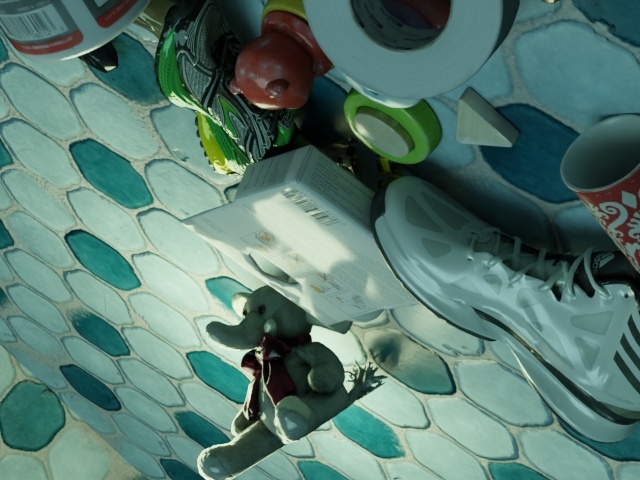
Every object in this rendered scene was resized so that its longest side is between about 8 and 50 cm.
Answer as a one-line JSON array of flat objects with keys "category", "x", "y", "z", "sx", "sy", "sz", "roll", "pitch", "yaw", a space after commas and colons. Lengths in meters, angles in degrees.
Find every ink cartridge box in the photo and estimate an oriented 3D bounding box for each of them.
[{"category": "ink cartridge box", "x": 0.000, "y": 0.000, "z": 2.066, "sx": 0.296, "sy": 0.066, "sz": 0.261, "roll": 36, "pitch": 149, "yaw": -29}]

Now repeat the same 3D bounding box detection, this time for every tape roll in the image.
[{"category": "tape roll", "x": 0.093, "y": -0.260, "z": 1.576, "sx": 0.219, "sy": 0.072, "sz": 0.219, "roll": 10, "pitch": 119, "yaw": 19}]

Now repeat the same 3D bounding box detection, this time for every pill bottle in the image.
[{"category": "pill bottle", "x": -0.365, "y": -0.411, "z": 1.832, "sx": 0.210, "sy": 0.210, "sz": 0.363, "roll": 12, "pitch": 144, "yaw": 40}]

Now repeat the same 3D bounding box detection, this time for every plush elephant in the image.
[{"category": "plush elephant", "x": -0.067, "y": 0.183, "z": 2.422, "sx": 0.272, "sy": 0.330, "sz": 0.255, "roll": -37, "pitch": 83, "yaw": 49}]

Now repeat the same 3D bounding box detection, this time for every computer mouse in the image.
[{"category": "computer mouse", "x": -0.382, "y": -0.313, "z": 2.215, "sx": 0.242, "sy": 0.041, "sz": 0.071, "roll": 32, "pitch": 170, "yaw": 21}]

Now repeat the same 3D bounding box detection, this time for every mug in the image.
[{"category": "mug", "x": 0.364, "y": -0.038, "z": 1.673, "sx": 0.150, "sy": 0.113, "sz": 0.169, "roll": 18, "pitch": 153, "yaw": 53}]

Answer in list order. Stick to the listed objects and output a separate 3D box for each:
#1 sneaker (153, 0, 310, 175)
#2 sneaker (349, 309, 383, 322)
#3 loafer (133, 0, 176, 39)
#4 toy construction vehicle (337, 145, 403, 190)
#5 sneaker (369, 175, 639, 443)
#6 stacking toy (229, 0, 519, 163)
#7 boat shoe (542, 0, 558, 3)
[{"category": "sneaker", "x": -0.102, "y": -0.200, "z": 1.978, "sx": 0.146, "sy": 0.134, "sz": 0.343, "roll": 12, "pitch": 154, "yaw": 28}, {"category": "sneaker", "x": 0.025, "y": 0.012, "z": 2.165, "sx": 0.123, "sy": 0.106, "sz": 0.290, "roll": 4, "pitch": 138, "yaw": 51}, {"category": "loafer", "x": -0.215, "y": -0.302, "z": 2.008, "sx": 0.148, "sy": 0.056, "sz": 0.050, "roll": 34, "pitch": 155, "yaw": -18}, {"category": "toy construction vehicle", "x": 0.071, "y": -0.095, "z": 2.027, "sx": 0.085, "sy": 0.035, "sz": 0.098, "roll": 11, "pitch": 148, "yaw": 23}, {"category": "sneaker", "x": 0.285, "y": 0.029, "z": 1.887, "sx": 0.447, "sy": 0.169, "sz": 0.257, "roll": 41, "pitch": 135, "yaw": 3}, {"category": "stacking toy", "x": 0.057, "y": -0.167, "z": 1.811, "sx": 0.309, "sy": 0.130, "sz": 0.279, "roll": -1, "pitch": 135, "yaw": 52}, {"category": "boat shoe", "x": 0.226, "y": -0.348, "z": 1.381, "sx": 0.104, "sy": 0.089, "sz": 0.285, "roll": 51, "pitch": 159, "yaw": 33}]
